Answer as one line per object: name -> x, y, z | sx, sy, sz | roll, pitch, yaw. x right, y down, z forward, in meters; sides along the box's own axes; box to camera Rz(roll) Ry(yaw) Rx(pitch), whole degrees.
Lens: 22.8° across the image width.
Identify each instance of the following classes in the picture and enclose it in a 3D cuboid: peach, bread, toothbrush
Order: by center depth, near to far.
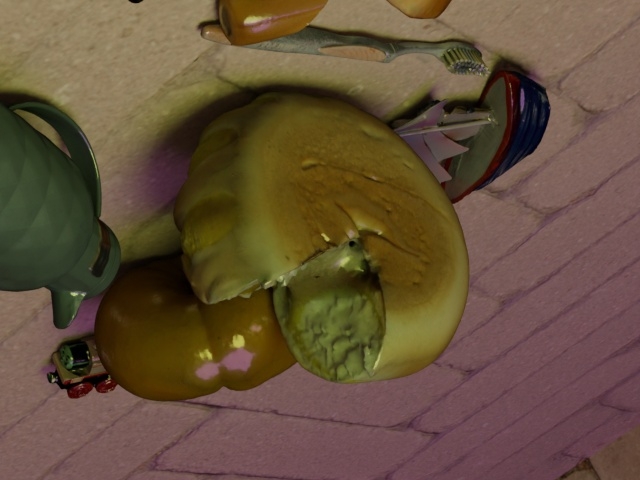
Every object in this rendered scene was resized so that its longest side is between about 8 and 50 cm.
bread -> -0.039, -0.209, 1.437 | 0.103, 0.049, 0.062 | -16, 140, -19
toothbrush -> 0.032, -0.191, 1.571 | 0.375, 0.037, 0.028 | 1, 140, -41
bread -> 0.000, 0.000, 1.603 | 0.333, 0.333, 0.160 | -1, 158, -44
peach -> -0.125, 0.088, 1.729 | 0.251, 0.153, 0.251 | -17, -170, 3

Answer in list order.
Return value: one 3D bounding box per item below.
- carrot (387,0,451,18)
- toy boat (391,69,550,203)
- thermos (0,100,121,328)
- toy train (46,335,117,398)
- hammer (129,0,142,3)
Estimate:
carrot -> 0.122, -0.321, 1.235 | 0.254, 0.196, 0.196 | -39, 152, 23
toy boat -> 0.114, -0.091, 1.801 | 0.318, 0.072, 0.219 | -23, 152, -2
thermos -> -0.279, -0.047, 1.392 | 0.145, 0.182, 0.286 | -2, 157, 27
toy train -> -0.255, 0.141, 1.892 | 0.138, 0.050, 0.087 | -10, 145, -30
hammer -> -0.100, -0.259, 1.328 | 0.178, 0.021, 0.065 | -31, 155, 1
